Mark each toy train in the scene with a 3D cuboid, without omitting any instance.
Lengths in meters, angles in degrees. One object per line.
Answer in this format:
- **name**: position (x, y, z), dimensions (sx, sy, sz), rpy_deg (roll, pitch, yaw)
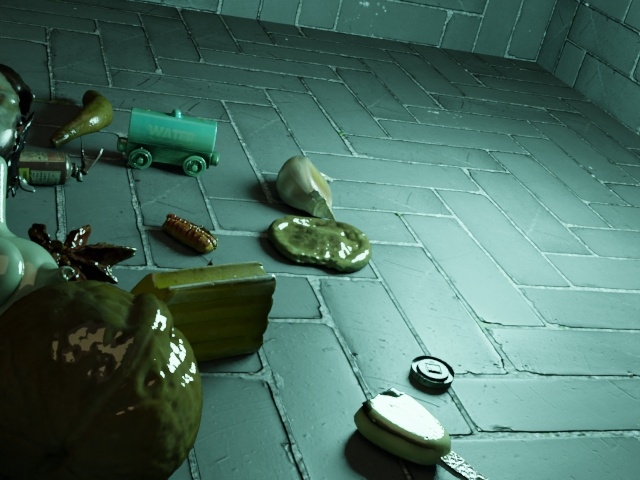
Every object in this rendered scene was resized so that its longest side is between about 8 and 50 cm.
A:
- **toy train**: position (-0.360, -0.244, 2.135), dimensions (0.248, 0.159, 0.101), rpy_deg (9, 32, -14)

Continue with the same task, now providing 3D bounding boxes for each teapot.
- **teapot**: position (-0.543, 0.033, 1.424), dimensions (0.220, 0.149, 0.318), rpy_deg (-30, 61, -18)

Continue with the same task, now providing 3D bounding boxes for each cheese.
- **cheese**: position (0.177, 0.330, 1.410), dimensions (0.251, 0.054, 0.127), rpy_deg (33, 32, 31)

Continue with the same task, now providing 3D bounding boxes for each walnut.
- **walnut**: position (-0.303, 0.198, 1.180), dimensions (0.332, 0.333, 0.333), rpy_deg (11, 27, -6)

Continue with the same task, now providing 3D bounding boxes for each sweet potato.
- **sweet potato**: position (-0.586, -0.312, 2.248), dimensions (0.108, 0.079, 0.346), rpy_deg (-12, 26, 11)

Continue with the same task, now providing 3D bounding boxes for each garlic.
- **garlic**: position (-0.034, -0.150, 2.191), dimensions (0.128, 0.149, 0.267), rpy_deg (-18, 26, 18)

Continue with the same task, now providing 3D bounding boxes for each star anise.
- **star anise**: position (-0.474, 0.040, 1.610), dimensions (0.288, 0.088, 0.288), rpy_deg (13, 28, -7)

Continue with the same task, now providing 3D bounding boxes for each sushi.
- **sushi**: position (-0.689, -0.177, 1.634), dimensions (0.281, 0.294, 0.299), rpy_deg (28, 43, 0)

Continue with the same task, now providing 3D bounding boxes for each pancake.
- **pancake**: position (0.000, -0.001, 1.969), dimensions (0.236, 0.042, 0.222), rpy_deg (20, 31, 13)

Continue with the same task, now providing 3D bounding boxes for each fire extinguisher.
- **fire extinguisher**: position (-0.598, -0.175, 1.937), dimensions (0.252, 0.106, 0.075), rpy_deg (-1, 11, -26)

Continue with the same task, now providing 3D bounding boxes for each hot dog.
- **hot dog**: position (-0.276, -0.017, 1.866), dimensions (0.144, 0.038, 0.062), rpy_deg (29, 31, 28)

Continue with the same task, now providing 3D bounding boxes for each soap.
- **soap**: position (-0.210, 0.125, 1.491), dimensions (0.257, 0.160, 0.080), rpy_deg (-5, 31, -34)

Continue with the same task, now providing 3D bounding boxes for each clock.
- **clock**: position (0.206, 0.242, 1.630), dimensions (0.085, 0.017, 0.085), rpy_deg (12, 27, -6)

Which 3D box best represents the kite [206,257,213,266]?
- **kite**: position (-0.190, 0.092, 1.594), dimensions (0.189, 0.232, 0.009), rpy_deg (-30, 66, 1)
